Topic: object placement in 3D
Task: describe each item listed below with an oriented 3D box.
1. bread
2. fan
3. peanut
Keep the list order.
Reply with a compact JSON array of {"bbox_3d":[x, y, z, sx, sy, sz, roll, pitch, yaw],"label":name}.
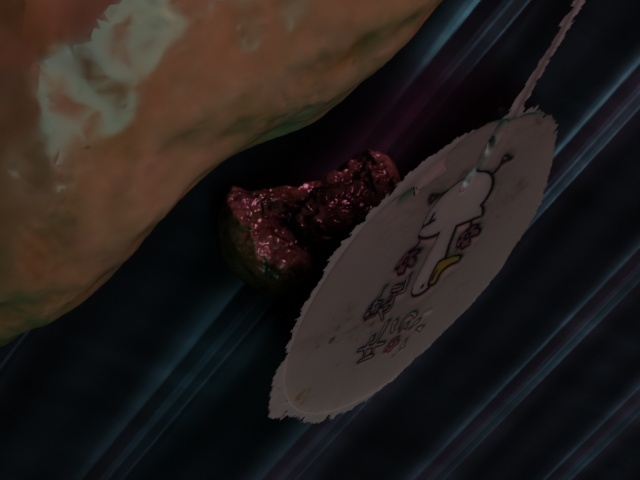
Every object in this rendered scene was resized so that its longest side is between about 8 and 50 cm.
[{"bbox_3d":[0.000,0.000,0.718,0.113,0.060,0.082,-20,133,-13],"label":"bread"},{"bbox_3d":[0.093,-0.049,0.700,0.233,0.012,0.415,-17,141,-51],"label":"fan"},{"bbox_3d":[-0.071,-0.099,0.498,0.387,0.169,0.192,-39,166,1],"label":"peanut"}]
